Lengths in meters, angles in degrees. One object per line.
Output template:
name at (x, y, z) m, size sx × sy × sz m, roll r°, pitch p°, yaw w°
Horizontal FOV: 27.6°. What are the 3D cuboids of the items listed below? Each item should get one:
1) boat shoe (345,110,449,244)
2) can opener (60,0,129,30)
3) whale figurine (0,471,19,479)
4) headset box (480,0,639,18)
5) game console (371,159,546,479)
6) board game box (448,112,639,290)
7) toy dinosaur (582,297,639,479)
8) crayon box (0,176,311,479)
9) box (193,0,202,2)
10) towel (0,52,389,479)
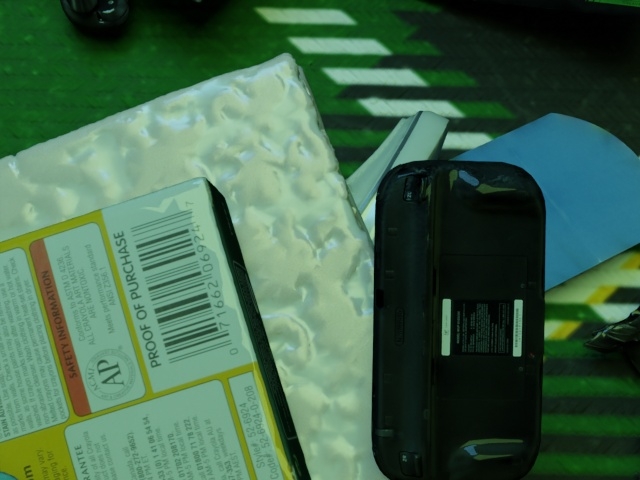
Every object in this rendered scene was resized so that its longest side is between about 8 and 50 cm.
boat shoe at (0.000, 0.000, 0.962) m, size 0.088 × 0.096 × 0.267 m, roll 32°, pitch 76°, yaw 9°
can opener at (-0.193, -0.248, 1.096) m, size 0.059 × 0.073 × 0.186 m, roll -3°, pitch 51°, yaw -11°
whale figurine at (-0.261, 0.196, 0.617) m, size 0.216 × 0.141 × 0.272 m, roll 30°, pitch 65°, yaw 15°
headset box at (0.152, -0.305, 0.982) m, size 0.246 × 0.283 × 0.131 m, roll 14°, pitch 62°, yaw 32°
game console at (0.098, 0.132, 0.801) m, size 0.213 × 0.044 × 0.361 m, roll 0°, pitch 93°, yaw -9°
board game box at (0.173, -0.024, 1.006) m, size 0.168 × 0.033 × 0.133 m, roll -25°, pitch 62°, yaw -17°
toy dinosaur at (0.307, 0.117, 0.902) m, size 0.322 × 0.164 × 0.218 m, roll -36°, pitch 84°, yaw -35°
crayon box at (-0.189, 0.108, 0.811) m, size 0.322 × 0.083 × 0.203 m, roll -18°, pitch 82°, yaw 2°
box at (-0.158, -0.333, 1.052) m, size 0.270 × 0.143 × 0.165 m, roll 29°, pitch 38°, yaw 9°
towel at (-0.103, 0.075, 0.874) m, size 0.317 × 0.053 × 0.332 m, roll -21°, pitch 81°, yaw 2°
